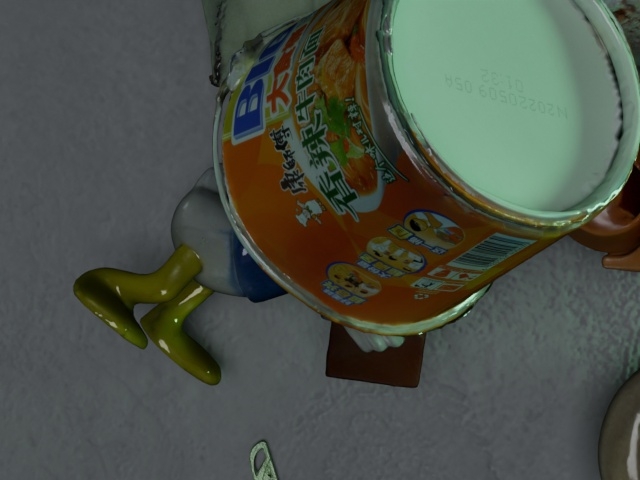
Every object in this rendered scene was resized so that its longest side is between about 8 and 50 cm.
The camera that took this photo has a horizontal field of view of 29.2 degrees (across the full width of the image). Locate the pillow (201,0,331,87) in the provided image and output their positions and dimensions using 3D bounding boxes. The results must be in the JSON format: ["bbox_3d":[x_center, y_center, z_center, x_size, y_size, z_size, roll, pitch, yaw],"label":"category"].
[{"bbox_3d":[0.009,-0.321,1.076,0.310,0.119,0.312,-15,98,7],"label":"pillow"}]

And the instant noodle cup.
[{"bbox_3d":[0.092,-0.086,0.936,0.296,0.214,0.296,9,70,-27],"label":"instant noodle cup"}]

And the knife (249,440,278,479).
[{"bbox_3d":[-0.037,0.295,1.190,0.030,0.014,0.207,-13,92,11],"label":"knife"}]

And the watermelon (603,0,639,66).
[{"bbox_3d":[0.276,-0.258,0.993,0.290,0.214,0.319,-32,94,2],"label":"watermelon"}]

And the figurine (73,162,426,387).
[{"bbox_3d":[0.000,0.000,1.075,0.283,0.204,0.338,38,89,23],"label":"figurine"}]

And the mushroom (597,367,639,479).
[{"bbox_3d":[0.336,0.187,1.024,0.207,0.215,0.207,0,88,15],"label":"mushroom"}]

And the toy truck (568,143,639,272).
[{"bbox_3d":[0.337,-0.056,1.036,0.265,0.239,0.189,-10,98,-32],"label":"toy truck"}]
